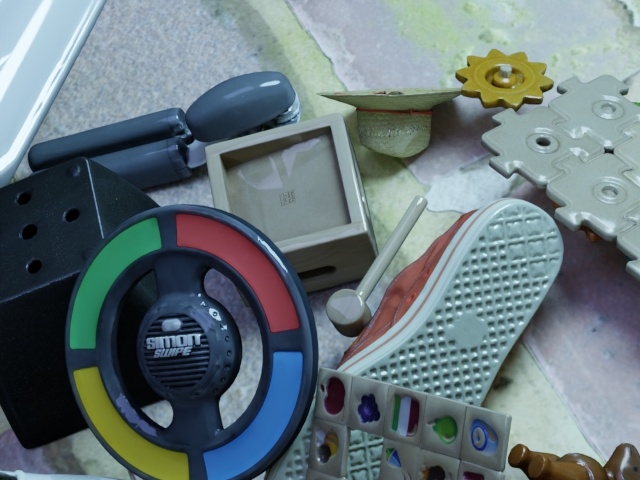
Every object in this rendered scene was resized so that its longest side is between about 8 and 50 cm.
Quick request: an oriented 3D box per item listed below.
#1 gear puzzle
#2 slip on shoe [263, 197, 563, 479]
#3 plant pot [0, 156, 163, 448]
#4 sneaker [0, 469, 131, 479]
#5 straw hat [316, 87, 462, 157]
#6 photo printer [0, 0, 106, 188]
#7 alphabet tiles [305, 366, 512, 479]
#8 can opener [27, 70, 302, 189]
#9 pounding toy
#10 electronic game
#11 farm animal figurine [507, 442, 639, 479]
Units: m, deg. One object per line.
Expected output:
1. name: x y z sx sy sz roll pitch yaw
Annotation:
1. gear puzzle: 0.233 -0.064 1.455 0.175 0.044 0.339 -27 51 -29
2. slip on shoe: 0.071 0.104 1.394 0.331 0.123 0.101 -53 16 -11
3. plant pot: -0.222 0.040 1.505 0.187 0.167 0.188 -21 51 6
4. sneaker: -0.330 0.231 1.343 0.447 0.257 0.169 -8 52 15
5. straw hat: 0.067 -0.107 1.567 0.144 0.144 0.061 1 97 22
6. photo printer: -0.320 -0.126 1.628 0.107 0.256 0.307 30 60 -13
7. alphabet tiles: 0.051 0.225 1.252 0.198 0.009 0.237 10 94 48
8. can opener: -0.156 -0.105 1.633 0.283 0.095 0.076 -13 51 11
9. pounding toy: 0.010 0.003 1.498 0.181 0.094 0.206 -14 60 5
10. electronic game: -0.105 0.086 1.353 0.229 0.048 0.229 2 94 27
11. farm animal figurine: 0.267 0.225 1.152 0.330 0.172 0.326 -32 37 49
